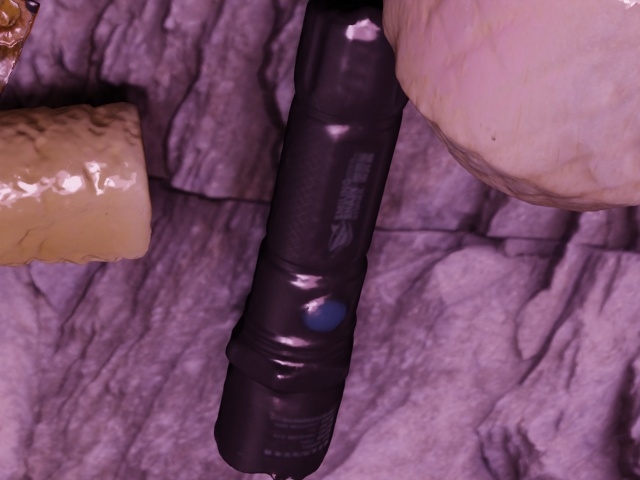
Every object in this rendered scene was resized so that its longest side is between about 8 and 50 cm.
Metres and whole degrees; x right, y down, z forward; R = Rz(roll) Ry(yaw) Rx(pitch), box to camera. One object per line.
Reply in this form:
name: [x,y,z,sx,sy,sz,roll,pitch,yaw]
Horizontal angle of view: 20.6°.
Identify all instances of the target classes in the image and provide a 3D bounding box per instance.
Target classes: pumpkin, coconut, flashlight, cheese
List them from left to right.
pumpkin: [-0.230,-0.145,1.172,0.073,0.035,0.101,25,124,-14]
cheese: [-0.203,-0.035,1.223,0.167,0.094,0.123,-3,127,-9]
flashlight: [0.000,0.000,1.294,0.103,0.103,0.424,4,126,-14]
coconut: [0.187,-0.185,1.063,0.328,0.329,0.329,-5,129,-7]
